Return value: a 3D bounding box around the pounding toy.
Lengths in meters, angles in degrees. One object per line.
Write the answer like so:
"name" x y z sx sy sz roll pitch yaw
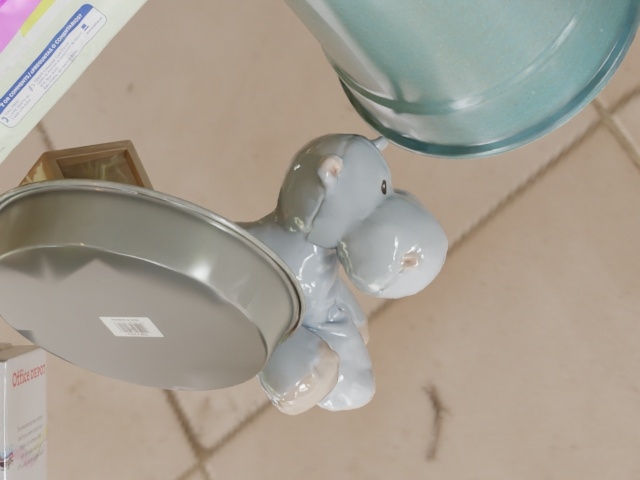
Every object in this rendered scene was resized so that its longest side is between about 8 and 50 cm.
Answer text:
"pounding toy" -0.238 -0.009 1.858 0.094 0.181 0.206 -42 68 45

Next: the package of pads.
"package of pads" -0.228 -0.173 0.984 0.229 0.101 0.296 -48 36 6

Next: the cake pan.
"cake pan" -0.160 0.050 1.329 0.293 0.293 0.054 -8 54 33

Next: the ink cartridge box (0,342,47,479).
"ink cartridge box" -0.432 0.258 1.776 0.197 0.198 0.270 0 91 3

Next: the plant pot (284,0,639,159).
"plant pot" 0.090 -0.289 1.413 0.341 0.334 0.341 -10 68 25

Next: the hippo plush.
"hippo plush" 0.000 0.000 1.515 0.294 0.234 0.236 46 108 6
